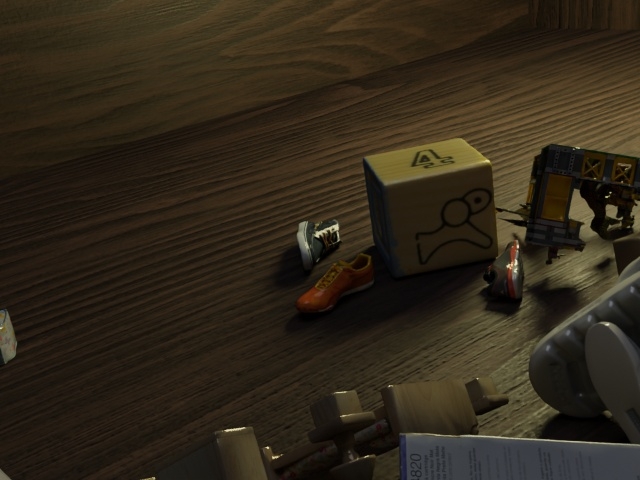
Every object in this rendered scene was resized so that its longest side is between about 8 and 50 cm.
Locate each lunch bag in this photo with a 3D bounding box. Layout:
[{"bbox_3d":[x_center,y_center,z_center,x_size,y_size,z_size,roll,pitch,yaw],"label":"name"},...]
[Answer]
[{"bbox_3d":[-0.557,0.168,1.327,0.053,0.071,0.083,-15,23,-16],"label":"lunch bag"}]

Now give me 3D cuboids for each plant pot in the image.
[{"bbox_3d":[0.514,0.030,1.184,0.109,0.109,0.096,-17,10,-17],"label":"plant pot"}]

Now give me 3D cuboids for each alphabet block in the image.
[{"bbox_3d":[0.199,-0.064,1.421,0.197,0.192,0.193,-11,24,-4],"label":"alphabet block"}]

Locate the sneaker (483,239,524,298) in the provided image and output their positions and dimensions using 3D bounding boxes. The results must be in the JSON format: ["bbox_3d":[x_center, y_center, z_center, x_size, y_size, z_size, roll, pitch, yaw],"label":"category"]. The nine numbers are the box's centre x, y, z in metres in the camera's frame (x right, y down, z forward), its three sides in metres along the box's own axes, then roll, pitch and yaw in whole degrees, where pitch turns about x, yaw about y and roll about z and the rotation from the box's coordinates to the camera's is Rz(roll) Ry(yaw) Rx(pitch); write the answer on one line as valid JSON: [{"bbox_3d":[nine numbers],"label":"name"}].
[{"bbox_3d":[0.303,0.046,1.285,0.065,0.061,0.158,-9,21,20],"label":"sneaker"}]

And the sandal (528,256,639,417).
[{"bbox_3d":[0.426,0.062,0.888,0.416,0.169,0.102,-29,15,21],"label":"sandal"}]

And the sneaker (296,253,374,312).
[{"bbox_3d":[0.021,0.072,1.326,0.064,0.067,0.175,15,34,43],"label":"sneaker"}]

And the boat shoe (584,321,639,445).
[{"bbox_3d":[0.357,0.170,0.840,0.063,0.066,0.184,-12,62,-34],"label":"boat shoe"}]

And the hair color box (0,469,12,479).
[{"bbox_3d":[-0.306,0.354,0.721,0.174,0.105,0.347,-29,28,-36],"label":"hair color box"}]

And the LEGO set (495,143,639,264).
[{"bbox_3d":[0.455,-0.045,1.321,0.255,0.192,0.331,10,3,-2],"label":"LEGO set"}]

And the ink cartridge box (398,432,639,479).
[{"bbox_3d":[0.169,0.259,0.580,0.224,0.045,0.223,4,52,0],"label":"ink cartridge box"}]

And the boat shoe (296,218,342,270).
[{"bbox_3d":[0.000,0.000,1.509,0.083,0.065,0.183,-10,21,3],"label":"boat shoe"}]

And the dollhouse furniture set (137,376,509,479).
[{"bbox_3d":[0.010,0.285,0.805,0.356,0.173,0.303,6,-33,-47],"label":"dollhouse furniture set"}]
